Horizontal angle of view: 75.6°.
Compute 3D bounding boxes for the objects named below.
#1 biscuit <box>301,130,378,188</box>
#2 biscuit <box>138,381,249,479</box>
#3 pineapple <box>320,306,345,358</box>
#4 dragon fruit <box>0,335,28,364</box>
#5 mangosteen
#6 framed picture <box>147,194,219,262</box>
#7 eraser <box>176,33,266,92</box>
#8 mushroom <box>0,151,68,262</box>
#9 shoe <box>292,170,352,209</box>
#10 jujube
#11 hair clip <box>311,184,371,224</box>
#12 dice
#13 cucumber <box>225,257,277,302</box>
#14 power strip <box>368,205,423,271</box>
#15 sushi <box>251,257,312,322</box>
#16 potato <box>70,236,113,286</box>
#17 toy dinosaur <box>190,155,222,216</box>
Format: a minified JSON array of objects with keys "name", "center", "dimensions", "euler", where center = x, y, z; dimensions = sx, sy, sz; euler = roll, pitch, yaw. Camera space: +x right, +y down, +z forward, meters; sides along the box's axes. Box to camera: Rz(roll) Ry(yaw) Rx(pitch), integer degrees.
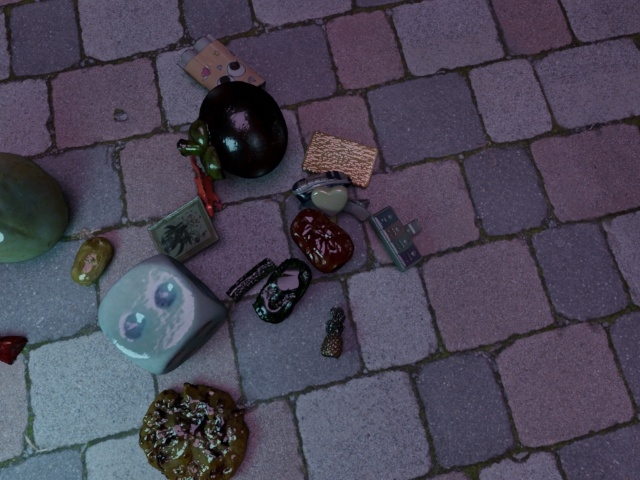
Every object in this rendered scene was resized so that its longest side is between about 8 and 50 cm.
[{"name":"biscuit","center":[0.069,-0.288,1.468],"dimensions":[0.250,0.030,0.160],"euler":[16,80,3]},{"name":"biscuit","center":[-0.385,0.591,1.257],"dimensions":[0.334,0.081,0.289],"euler":[23,80,3]},{"name":"pineapple","center":[0.046,0.294,1.329],"dimensions":[0.074,0.074,0.159],"euler":[10,70,2]},{"name":"dragon fruit","center":[-1.029,0.335,1.317],"dimensions":[0.131,0.063,0.097],"euler":[20,78,4]},{"name":"mangosteen","center":[-0.263,-0.348,1.337],"dimensions":[0.330,0.330,0.330],"euler":[0,78,0]},{"name":"framed picture","center":[-0.462,-0.023,1.385],"dimensions":[0.231,0.010,0.173],"euler":[-31,80,13]},{"name":"eraser","center":[-0.359,-0.601,1.506],"dimensions":[0.290,0.087,0.171],"euler":[42,80,7]},{"name":"mushroom","center":[-0.998,-0.101,1.306],"dimensions":[0.352,0.260,0.352],"euler":[-3,95,-43]},{"name":"shoe","center":[0.009,-0.173,1.416],"dimensions":[0.207,0.091,0.106],"euler":[-17,118,4]},{"name":"jujube","center":[0.000,0.000,1.348],"dimensions":[0.230,0.155,0.155],"euler":[43,81,10]},{"name":"hair clip","center":[0.063,-0.117,1.379],"dimensions":[0.219,0.159,0.071],"euler":[18,42,-23]},{"name":"dice","center":[-0.462,0.217,1.239],"dimensions":[0.265,0.268,0.262],"euler":[42,81,9]},{"name":"cucumber","center":[-0.230,0.129,1.369],"dimensions":[0.187,0.058,0.058],"euler":[-40,81,-6]},{"name":"power strip","center":[0.273,-0.018,1.396],"dimensions":[0.145,0.061,0.215],"euler":[-29,87,-18]},{"name":"sushi","center":[-0.120,0.160,1.325],"dimensions":[0.124,0.127,0.225],"euler":[36,82,7]},{"name":"potato","center":[-0.759,0.066,1.369],"dimensions":[0.107,0.080,0.170],"euler":[22,80,17]},{"name":"toy dinosaur","center":[-0.404,-0.217,1.397],"dimensions":[0.070,0.139,0.286],"euler":[-16,78,-4]}]
